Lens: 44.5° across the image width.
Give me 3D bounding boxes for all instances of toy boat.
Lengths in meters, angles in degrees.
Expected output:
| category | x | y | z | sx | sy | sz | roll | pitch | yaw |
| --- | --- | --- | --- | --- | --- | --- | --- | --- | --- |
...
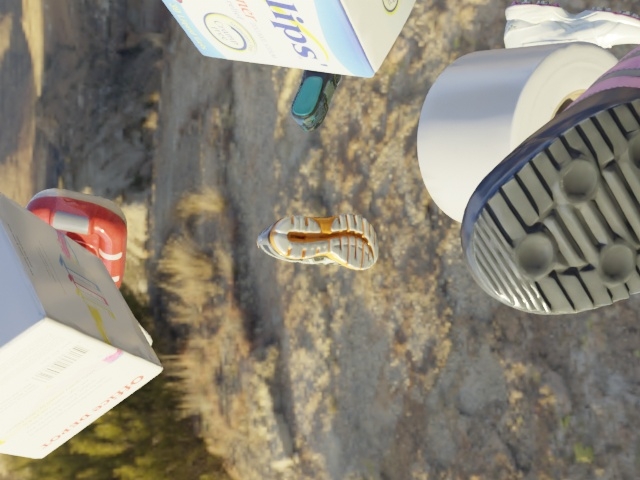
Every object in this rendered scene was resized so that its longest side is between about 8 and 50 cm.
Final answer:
| category | x | y | z | sx | sy | sz | roll | pitch | yaw |
| --- | --- | --- | --- | --- | --- | --- | --- | --- | --- |
| toy boat | -0.379 | 0.041 | 1.185 | 0.231 | 0.151 | 0.151 | 111 | 168 | -50 |

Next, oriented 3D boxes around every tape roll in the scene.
| category | x | y | z | sx | sy | sz | roll | pitch | yaw |
| --- | --- | --- | --- | --- | --- | --- | --- | --- | --- |
| tape roll | 0.272 | -0.130 | 1.020 | 0.169 | 0.246 | 0.246 | 14 | 104 | 56 |

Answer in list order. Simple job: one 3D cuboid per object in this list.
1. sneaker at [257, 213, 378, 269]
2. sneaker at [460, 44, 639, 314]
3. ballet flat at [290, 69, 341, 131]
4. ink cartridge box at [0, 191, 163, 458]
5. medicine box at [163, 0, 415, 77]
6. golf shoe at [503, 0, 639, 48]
| category | x | y | z | sx | sy | sz | roll | pitch | yaw |
| --- | --- | --- | --- | --- | --- | --- | --- | --- | --- |
| sneaker | 0.000 | 0.000 | 1.193 | 0.083 | 0.215 | 0.084 | -10 | 74 | 51 |
| sneaker | 0.200 | -0.061 | 0.486 | 0.112 | 0.319 | 0.131 | 66 | 163 | -16 |
| ballet flat | 0.002 | -0.258 | 1.277 | 0.188 | 0.070 | 0.070 | -65 | 9 | -21 |
| ink cartridge box | -0.162 | 0.051 | 0.422 | 0.090 | 0.092 | 0.143 | 55 | 179 | 24 |
| medicine box | -0.068 | -0.347 | 0.931 | 0.149 | 0.289 | 0.263 | -62 | -35 | -18 |
| golf shoe | 0.534 | -0.420 | 1.636 | 0.115 | 0.306 | 0.140 | -23 | -58 | -72 |
